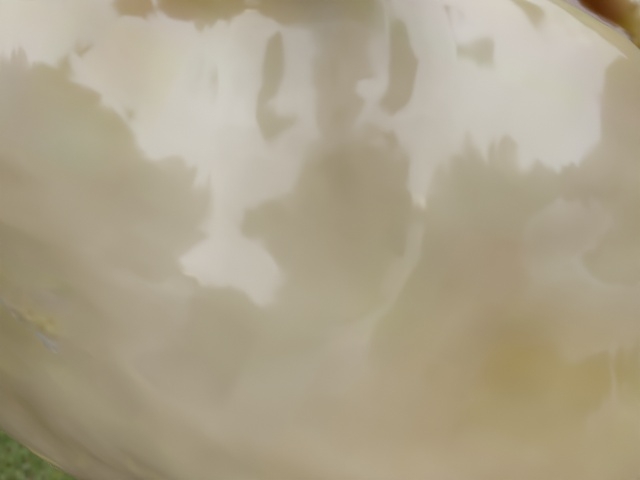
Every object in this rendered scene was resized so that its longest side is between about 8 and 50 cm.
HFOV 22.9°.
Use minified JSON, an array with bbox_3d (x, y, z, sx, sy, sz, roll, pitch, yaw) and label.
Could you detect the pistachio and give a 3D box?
[{"bbox_3d":[0.000,0.000,0.693,0.445,0.365,0.281,23,44,-13],"label":"pistachio"}]
